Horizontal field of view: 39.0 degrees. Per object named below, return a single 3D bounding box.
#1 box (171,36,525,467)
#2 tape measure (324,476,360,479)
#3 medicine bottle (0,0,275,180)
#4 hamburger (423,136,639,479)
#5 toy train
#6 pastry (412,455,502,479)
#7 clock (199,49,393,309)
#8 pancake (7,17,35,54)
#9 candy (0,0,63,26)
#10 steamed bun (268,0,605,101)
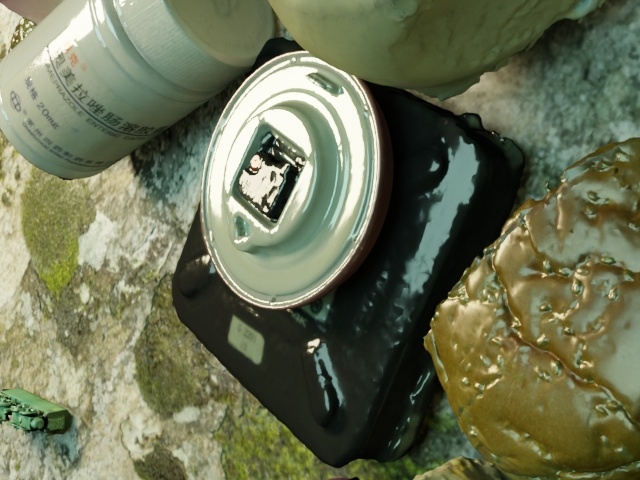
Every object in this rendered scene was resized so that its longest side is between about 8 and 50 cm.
[{"bbox_3d":[0.000,0.000,0.898,0.359,0.091,0.350,34,107,42],"label":"box"},{"bbox_3d":[0.040,0.268,0.812,0.125,0.118,0.074,27,102,23],"label":"tape measure"},{"bbox_3d":[-0.222,-0.219,1.060,0.332,0.190,0.190,-26,68,38],"label":"medicine bottle"},{"bbox_3d":[0.216,0.077,0.665,0.309,0.132,0.211,-45,55,28],"label":"hamburger"},{"bbox_3d":[-0.415,0.239,1.264,0.148,0.071,0.038,9,94,42],"label":"toy train"},{"bbox_3d":[0.168,0.265,0.706,0.258,0.121,0.089,35,134,32],"label":"pastry"},{"bbox_3d":[-0.032,-0.057,0.837,0.244,0.056,0.244,-7,80,45],"label":"clock"},{"bbox_3d":[-0.386,-0.264,1.322,0.253,0.037,0.254,-6,80,41],"label":"pancake"},{"bbox_3d":[-0.314,-0.361,1.158,0.265,0.155,0.116,-3,74,34],"label":"candy"},{"bbox_3d":[0.102,-0.294,0.744,0.334,0.233,0.312,-26,66,18],"label":"steamed bun"}]
